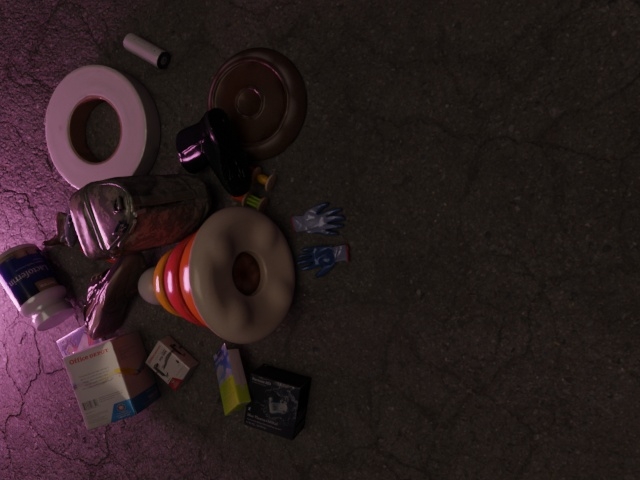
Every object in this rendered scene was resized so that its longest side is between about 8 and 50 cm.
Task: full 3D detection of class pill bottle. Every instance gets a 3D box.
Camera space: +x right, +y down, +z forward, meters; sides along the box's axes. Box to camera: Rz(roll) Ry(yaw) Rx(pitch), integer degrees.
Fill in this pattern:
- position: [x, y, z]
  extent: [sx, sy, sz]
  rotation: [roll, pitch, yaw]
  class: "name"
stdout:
- position: [-0.931, 0.154, 1.661]
  extent: [0.153, 0.153, 0.265]
  rotation: [-40, 83, 18]
  class: "pill bottle"

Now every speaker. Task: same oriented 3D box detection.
- position: [-0.511, -0.558, 1.495]
  extent: [0.136, 0.055, 0.055]
  rotation: [31, 104, 13]
  class: "speaker"

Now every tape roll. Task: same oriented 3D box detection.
- position: [-0.674, -0.336, 1.566]
  extent: [0.391, 0.072, 0.393]
  rotation: [2, 96, 20]
  class: "tape roll"

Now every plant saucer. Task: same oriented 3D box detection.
- position: [-0.189, -0.377, 1.406]
  extent: [0.310, 0.050, 0.311]
  rotation: [2, 96, 20]
  class: "plant saucer"

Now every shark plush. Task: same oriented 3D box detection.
- position: [-0.793, -0.056, 1.638]
  extent: [0.073, 0.067, 0.162]
  rotation: [9, 80, -13]
  class: "shark plush"

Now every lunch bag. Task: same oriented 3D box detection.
- position: [-0.478, -0.082, 1.377]
  extent: [0.255, 0.305, 0.213]
  rotation: [-19, 89, 35]
  class: "lunch bag"

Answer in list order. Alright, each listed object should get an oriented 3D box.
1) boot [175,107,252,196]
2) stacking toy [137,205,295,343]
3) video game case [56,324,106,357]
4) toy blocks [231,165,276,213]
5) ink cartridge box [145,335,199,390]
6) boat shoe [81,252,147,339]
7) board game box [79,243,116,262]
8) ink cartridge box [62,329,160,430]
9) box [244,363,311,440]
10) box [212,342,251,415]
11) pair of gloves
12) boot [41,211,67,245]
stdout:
- position: [-0.299, -0.218, 1.405]
  extent: [0.207, 0.094, 0.247]
  rotation: [-17, 94, 50]
  class: "boot"
- position: [-0.339, 0.110, 1.420]
  extent: [0.479, 0.350, 0.351]
  rotation: [-9, 92, 39]
  class: "stacking toy"
- position: [-0.775, 0.390, 1.698]
  extent: [0.183, 0.023, 0.202]
  rotation: [-29, 86, 19]
  class: "video game case"
- position: [-0.210, -0.157, 1.431]
  extent: [0.148, 0.054, 0.123]
  rotation: [26, 103, 16]
  class: "toy blocks"
- position: [-0.458, 0.377, 1.568]
  extent: [0.135, 0.056, 0.099]
  rotation: [38, 107, 12]
  class: "ink cartridge box"
- position: [-0.655, 0.151, 1.562]
  extent: [0.130, 0.132, 0.356]
  rotation: [43, 115, 17]
  class: "boat shoe"
- position: [-0.675, -0.040, 1.608]
  extent: [0.146, 0.045, 0.194]
  rotation: [16, 101, 17]
  class: "board game box"
- position: [-0.634, 0.420, 1.563]
  extent: [0.171, 0.168, 0.233]
  rotation: [-19, 89, 9]
  class: "ink cartridge box"
- position: [-0.122, 0.454, 1.441]
  extent: [0.155, 0.093, 0.159]
  rotation: [11, 98, 18]
  class: "box"
- position: [-0.257, 0.396, 1.461]
  extent: [0.109, 0.042, 0.178]
  rotation: [-48, 51, 42]
  class: "box"
- position: [0.000, 0.000, 1.391]
  extent: [0.159, 0.023, 0.199]
  rotation: [-10, 91, 22]
  class: "pair of gloves"
- position: [-0.875, -0.039, 1.682]
  extent: [0.106, 0.037, 0.114]
  rotation: [-1, 98, 6]
  class: "boot"
